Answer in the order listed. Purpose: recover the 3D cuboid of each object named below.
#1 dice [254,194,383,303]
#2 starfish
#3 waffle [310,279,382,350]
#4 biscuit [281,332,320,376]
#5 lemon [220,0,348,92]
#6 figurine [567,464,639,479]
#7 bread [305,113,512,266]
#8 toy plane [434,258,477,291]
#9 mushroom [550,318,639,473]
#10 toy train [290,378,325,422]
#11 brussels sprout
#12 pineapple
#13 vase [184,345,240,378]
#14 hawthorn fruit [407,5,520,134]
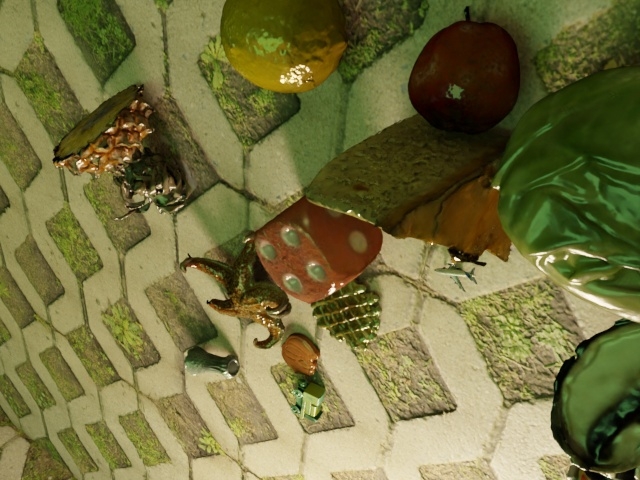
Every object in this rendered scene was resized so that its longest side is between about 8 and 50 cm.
[{"bbox_3d":[0.000,0.000,1.349,0.174,0.175,0.179,-31,94,48],"label":"dice"},{"bbox_3d":[-0.183,0.111,1.646,0.303,0.113,0.312,34,138,19],"label":"starfish"},{"bbox_3d":[0.052,0.146,1.509,0.169,0.036,0.183,26,133,25],"label":"waffle"},{"bbox_3d":[-0.049,0.272,1.701,0.102,0.019,0.130,40,138,15],"label":"biscuit"},{"bbox_3d":[-0.062,-0.335,1.158,0.231,0.192,0.192,22,131,21],"label":"lemon"},{"bbox_3d":[0.507,0.378,1.194,0.176,0.133,0.236,20,126,34],"label":"figurine"},{"bbox_3d":[0.150,-0.029,1.090,0.248,0.315,0.278,30,145,36],"label":"bread"},{"bbox_3d":[0.242,0.058,1.286,0.084,0.024,0.077,13,127,43],"label":"toy plane"},{"bbox_3d":[0.506,0.217,1.024,0.344,0.130,0.247,-38,66,24],"label":"mushroom"},{"bbox_3d":[-0.031,0.386,1.746,0.081,0.050,0.122,20,131,18],"label":"toy train"},{"bbox_3d":[0.379,-0.056,0.914,0.328,0.247,0.327,17,120,32],"label":"brussels sprout"},{"bbox_3d":[-0.410,-0.164,1.605,0.263,0.262,0.271,-6,134,44],"label":"pineapple"},{"bbox_3d":[-0.283,0.328,1.911,0.149,0.081,0.081,2,118,39],"label":"vase"},{"bbox_3d":[0.206,-0.246,1.020,0.157,0.193,0.157,8,161,3],"label":"hawthorn fruit"}]
